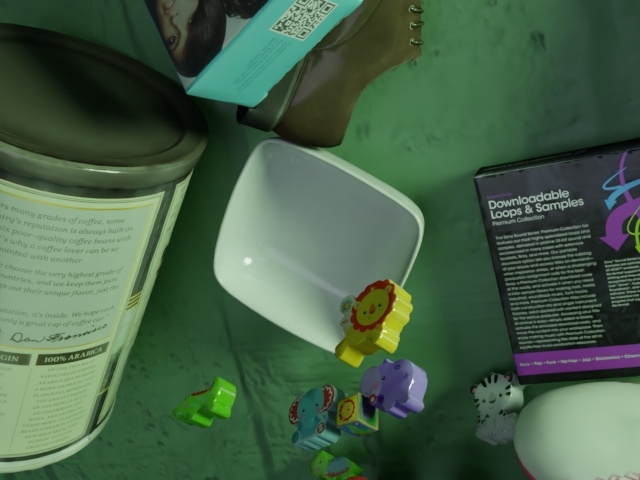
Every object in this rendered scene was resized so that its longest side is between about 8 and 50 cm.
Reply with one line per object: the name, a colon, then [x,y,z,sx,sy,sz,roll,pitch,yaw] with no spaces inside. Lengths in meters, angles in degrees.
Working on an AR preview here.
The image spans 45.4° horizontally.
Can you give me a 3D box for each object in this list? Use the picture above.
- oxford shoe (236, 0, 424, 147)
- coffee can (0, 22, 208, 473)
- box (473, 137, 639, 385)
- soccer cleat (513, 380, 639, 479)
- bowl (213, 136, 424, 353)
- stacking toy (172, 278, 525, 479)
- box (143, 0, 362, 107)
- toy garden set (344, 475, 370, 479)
oxford shoe: [0.031,-0.164,0.490,0.096,0.083,0.227,20,114,-17]
coffee can: [-0.222,0.007,0.578,0.201,0.201,0.275,30,119,9]
box: [0.179,0.018,0.521,0.116,0.029,0.162,-9,108,24]
soccer cleat: [0.293,0.128,0.466,0.331,0.116,0.143,12,129,8]
bowl: [0.000,0.000,0.571,0.142,0.053,0.142,28,118,8]
stacking toy: [0.023,0.119,0.573,0.221,0.052,0.167,-29,130,34]
box: [-0.077,-0.209,0.460,0.100,0.060,0.244,-38,69,30]
toy garden set: [0.128,0.220,0.534,0.244,0.204,0.049,8,70,20]
